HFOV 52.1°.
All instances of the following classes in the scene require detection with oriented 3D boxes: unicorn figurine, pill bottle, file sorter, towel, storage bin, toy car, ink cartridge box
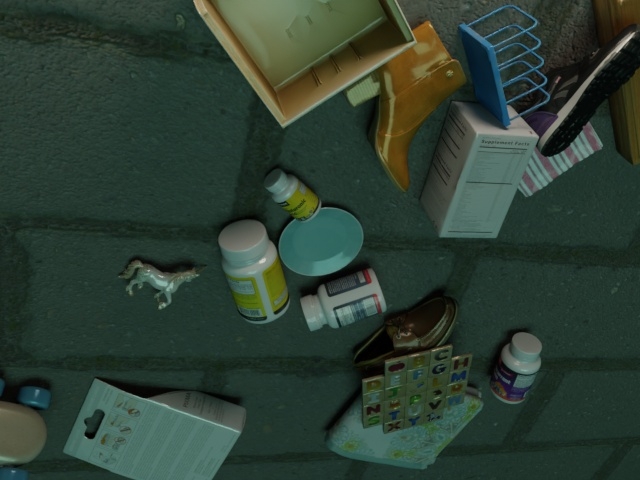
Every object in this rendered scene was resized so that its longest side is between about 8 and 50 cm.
[{"bbox_3d":[-0.333,0.087,1.377,0.162,0.060,0.111,21,120,-29],"label":"unicorn figurine"},{"bbox_3d":[0.539,0.348,1.798,0.108,0.108,0.193,-3,128,-13],"label":"pill bottle"},{"bbox_3d":[0.341,-0.322,1.200,0.105,0.118,0.170,-26,130,2],"label":"file sorter"},{"bbox_3d":[0.493,-0.190,1.405,0.197,0.029,0.144,-37,127,15],"label":"towel"},{"bbox_3d":[-0.057,-0.091,1.307,0.065,0.065,0.116,-38,127,16],"label":"pill bottle"},{"bbox_3d":[-0.029,-0.370,1.053,0.262,0.123,0.260,-31,130,10],"label":"storage bin"},{"bbox_3d":[-0.759,0.446,1.494,0.210,0.219,0.238,25,147,-31],"label":"toy car"},{"bbox_3d":[0.241,0.506,1.861,0.375,0.090,0.320,19,118,-28],"label":"towel"},{"bbox_3d":[-0.427,0.494,1.688,0.385,0.091,0.308,24,120,-11],"label":"ink cartridge box"},{"bbox_3d":[0.050,0.139,1.495,0.180,0.108,0.107,-19,130,0],"label":"pill bottle"},{"bbox_3d":[-0.140,0.066,1.375,0.119,0.119,0.208,-15,130,-4],"label":"pill bottle"}]

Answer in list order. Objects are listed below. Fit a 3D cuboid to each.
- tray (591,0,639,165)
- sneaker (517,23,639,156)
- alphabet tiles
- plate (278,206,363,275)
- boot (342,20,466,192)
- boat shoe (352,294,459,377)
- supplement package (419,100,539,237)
[{"bbox_3d":[0.673,-0.356,1.293,0.203,0.076,0.410,-27,129,6],"label":"tray"},{"bbox_3d":[0.478,-0.303,1.238,0.107,0.124,0.283,0,137,-42],"label":"sneaker"},{"bbox_3d":[0.245,0.390,1.686,0.286,0.011,0.342,-12,135,-7],"label":"alphabet tiles"},{"bbox_3d":[0.000,0.000,1.424,0.188,0.024,0.188,-8,129,-10],"label":"plate"},{"bbox_3d":[0.181,-0.240,1.229,0.211,0.104,0.295,-28,126,7],"label":"boot"},{"bbox_3d":[0.207,0.241,1.618,0.105,0.110,0.307,28,116,-32],"label":"boat shoe"},{"bbox_3d":[0.312,-0.140,1.325,0.139,0.133,0.244,1,128,-16],"label":"supplement package"}]
